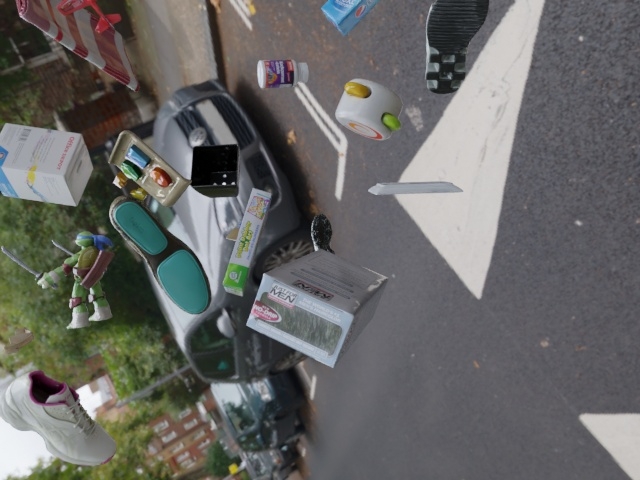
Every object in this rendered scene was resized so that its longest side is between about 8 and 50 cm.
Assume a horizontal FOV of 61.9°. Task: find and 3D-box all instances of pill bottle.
[{"bbox_3d":[-0.151,-0.675,2.160,0.108,0.194,0.108,173,90,-75],"label":"pill bottle"}]

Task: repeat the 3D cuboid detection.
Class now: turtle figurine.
[{"bbox_3d":[-0.723,0.113,1.554,0.198,0.275,0.266,-171,72,-77],"label":"turtle figurine"}]

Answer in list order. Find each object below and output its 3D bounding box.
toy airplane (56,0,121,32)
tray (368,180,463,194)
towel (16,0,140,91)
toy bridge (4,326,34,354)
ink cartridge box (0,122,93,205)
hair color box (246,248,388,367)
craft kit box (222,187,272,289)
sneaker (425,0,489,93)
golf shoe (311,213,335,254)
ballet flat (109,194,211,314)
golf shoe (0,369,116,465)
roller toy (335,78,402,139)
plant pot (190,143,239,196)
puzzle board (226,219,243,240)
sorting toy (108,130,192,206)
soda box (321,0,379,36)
[{"bbox_3d":[-0.535,-0.559,1.263,0.151,0.151,0.028,63,166,-4],"label":"toy airplane"},{"bbox_3d":[0.291,-0.165,1.662,0.145,0.271,0.030,-118,26,-80],"label":"tray"},{"bbox_3d":[-0.602,-0.531,1.331,0.329,0.037,0.237,30,-151,-56],"label":"towel"},{"bbox_3d":[-0.904,0.296,1.617,0.188,0.063,0.026,-158,58,-68],"label":"toy bridge"},{"bbox_3d":[-0.866,-0.233,1.668,0.168,0.233,0.171,105,173,-58],"label":"ink cartridge box"},{"bbox_3d":[0.012,0.124,1.135,0.186,0.113,0.374,23,-168,13],"label":"hair color box"},{"bbox_3d":[-0.189,0.014,1.383,0.250,0.061,0.246,128,155,-77],"label":"craft kit box"},{"bbox_3d":[0.296,-0.496,1.212,0.330,0.123,0.146,90,-173,-67],"label":"sneaker"},{"bbox_3d":[0.000,0.000,1.875,0.094,0.077,0.198,-150,48,-66],"label":"golf shoe"},{"bbox_3d":[-0.542,0.039,1.854,0.482,0.164,0.182,55,173,-18],"label":"ballet flat"},{"bbox_3d":[-0.608,0.425,1.273,0.306,0.140,0.115,39,-160,-17],"label":"golf shoe"},{"bbox_3d":[0.154,-0.420,1.693,0.210,0.146,0.191,23,180,-11],"label":"roller toy"},{"bbox_3d":[-0.412,-0.266,2.181,0.167,0.188,0.188,80,-172,-67],"label":"plant pot"},{"bbox_3d":[-0.318,-0.036,2.218,0.097,0.128,0.011,12,131,20],"label":"puzzle board"},{"bbox_3d":[-0.527,-0.182,1.592,0.229,0.041,0.307,39,147,-14],"label":"sorting toy"},{"bbox_3d":[0.105,-0.608,1.300,0.067,0.210,0.071,49,-169,14],"label":"soda box"}]
